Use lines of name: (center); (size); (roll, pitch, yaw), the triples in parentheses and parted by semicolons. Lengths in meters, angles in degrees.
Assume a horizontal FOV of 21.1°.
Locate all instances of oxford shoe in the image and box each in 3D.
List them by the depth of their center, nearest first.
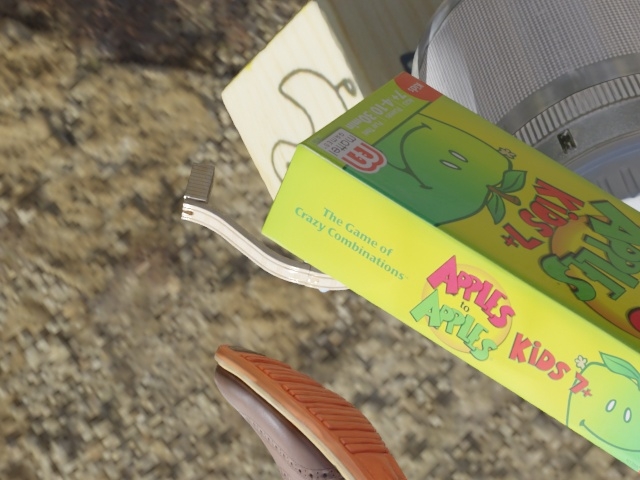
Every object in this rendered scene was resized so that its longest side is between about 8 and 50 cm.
oxford shoe: (0.006, 0.233, 1.556); (0.132, 0.364, 0.130); (-54, 148, 12)

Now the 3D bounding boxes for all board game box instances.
board game box: (0.080, 0.012, 0.625); (0.092, 0.181, 0.043); (-39, 158, -56)

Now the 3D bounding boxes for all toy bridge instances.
toy bridge: (0.000, 0.000, 1.130); (0.188, 0.063, 0.026); (14, 146, -2)

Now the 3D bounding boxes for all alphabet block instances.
alphabet block: (0.067, -0.101, 1.433); (0.193, 0.197, 0.192); (-21, 170, -36)

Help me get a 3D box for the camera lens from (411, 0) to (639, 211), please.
camera lens: (0.186, -0.053, 1.105); (0.219, 0.274, 0.219); (-6, 133, -7)
